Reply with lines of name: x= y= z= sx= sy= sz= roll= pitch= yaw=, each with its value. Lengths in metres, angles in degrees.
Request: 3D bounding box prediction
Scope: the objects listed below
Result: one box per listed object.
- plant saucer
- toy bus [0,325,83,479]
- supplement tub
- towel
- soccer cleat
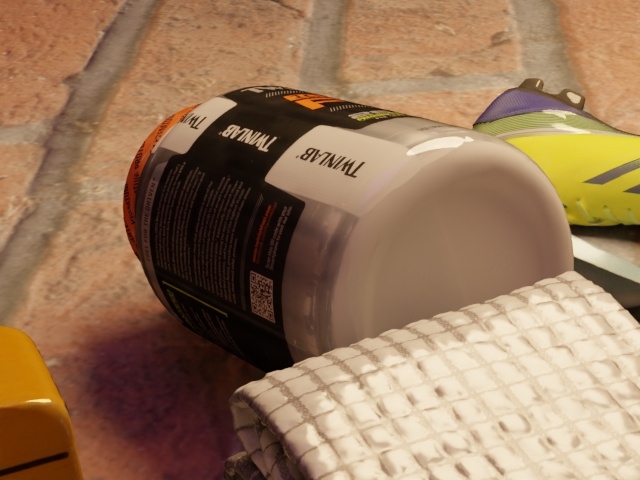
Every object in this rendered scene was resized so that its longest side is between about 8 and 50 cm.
plant saucer: x=0.163 y=0.011 z=1.013 sx=0.195 sy=0.037 sz=0.195 roll=23 pitch=8 yaw=-3
toy bus: x=-0.313 y=0.144 z=0.794 sx=0.333 sy=0.130 sz=0.108 roll=-15 pitch=30 yaw=-19
supplement tub: x=0.000 y=0.000 z=0.930 sx=0.194 sy=0.193 sz=0.316 roll=-21 pitch=23 yaw=-28
towel: x=0.112 y=0.154 z=0.671 sx=0.235 sy=0.121 sz=0.283 roll=-14 pitch=41 yaw=-25
soccer cleat: x=0.242 y=-0.043 z=1.144 sx=0.289 sy=0.093 sz=0.121 roll=26 pitch=71 yaw=39
